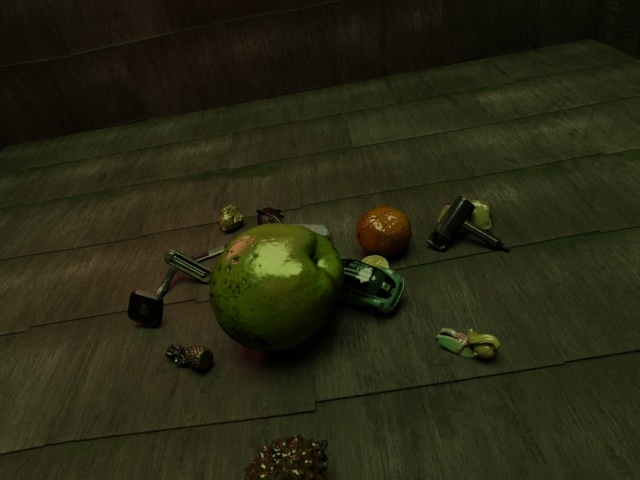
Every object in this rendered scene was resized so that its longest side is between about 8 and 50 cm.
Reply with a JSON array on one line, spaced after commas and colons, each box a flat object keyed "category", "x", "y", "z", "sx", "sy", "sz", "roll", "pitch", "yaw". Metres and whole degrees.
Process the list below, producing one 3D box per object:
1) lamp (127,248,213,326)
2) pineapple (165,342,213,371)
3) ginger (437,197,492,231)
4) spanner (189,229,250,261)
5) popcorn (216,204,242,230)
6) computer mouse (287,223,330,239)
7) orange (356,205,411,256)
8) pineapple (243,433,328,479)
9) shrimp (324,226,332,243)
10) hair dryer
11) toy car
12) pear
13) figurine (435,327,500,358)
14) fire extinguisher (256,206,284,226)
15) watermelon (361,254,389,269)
[{"category": "lamp", "x": -0.508, "y": 0.178, "z": 1.728, "sx": 0.203, "sy": 0.124, "sz": 0.283, "roll": 18, "pitch": 37, "yaw": 5}, {"category": "pineapple", "x": -0.393, "y": 0.339, "z": 1.482, "sx": 0.160, "sy": 0.074, "sz": 0.074, "roll": 2, "pitch": 36, "yaw": 32}, {"category": "ginger", "x": 0.532, "y": -0.100, "z": 1.827, "sx": 0.193, "sy": 0.115, "sz": 0.123, "roll": 0, "pitch": 14, "yaw": 28}, {"category": "spanner", "x": -0.375, "y": 0.034, "z": 1.945, "sx": 0.316, "sy": 0.024, "sz": 0.087, "roll": -21, "pitch": 41, "yaw": -15}, {"category": "popcorn", "x": -0.373, "y": -0.088, "z": 2.067, "sx": 0.097, "sy": 0.089, "sz": 0.109, "roll": 20, "pitch": 42, "yaw": -16}, {"category": "computer mouse", "x": -0.065, "y": -0.024, "z": 1.831, "sx": 0.199, "sy": 0.044, "sz": 0.102, "roll": 1, "pitch": 35, "yaw": -15}, {"category": "orange", "x": 0.220, "y": -0.028, "z": 1.744, "sx": 0.194, "sy": 0.161, "sz": 0.193, "roll": 1, "pitch": 43, "yaw": -1}, {"category": "pineapple", "x": -0.061, "y": 0.494, "z": 1.076, "sx": 0.193, "sy": 0.166, "sz": 0.166, "roll": -32, "pitch": 40, "yaw": -24}, {"category": "shrimp", "x": 0.000, "y": 0.000, "z": 1.868, "sx": 0.099, "sy": 0.041, "sz": 0.180, "roll": -15, "pitch": 35, "yaw": -4}, {"category": "hair dryer", "x": 0.518, "y": -0.011, "z": 1.706, "sx": 0.248, "sy": 0.078, "sz": 0.195, "roll": 33, "pitch": 89, "yaw": 22}, {"category": "toy car", "x": 0.105, "y": 0.122, "z": 1.556, "sx": 0.306, "sy": 0.125, "sz": 0.136, "roll": 16, "pitch": 68, "yaw": 32}, {"category": "pear", "x": -0.113, "y": 0.122, "z": 1.434, "sx": 0.391, "sy": 0.390, "sz": 0.391, "roll": -8, "pitch": 35, "yaw": 5}, {"category": "figurine", "x": 0.397, "y": 0.271, "z": 1.350, "sx": 0.187, "sy": 0.083, "sz": 0.083, "roll": 12, "pitch": 40, "yaw": 45}, {"category": "fire extinguisher", "x": -0.178, "y": -0.041, "z": 1.934, "sx": 0.142, "sy": 0.105, "sz": 0.341, "roll": 18, "pitch": 27, "yaw": -21}, {"category": "watermelon", "x": 0.178, "y": 0.102, "z": 1.651, "sx": 0.106, "sy": 0.062, "sz": 0.105, "roll": -10, "pitch": 52, "yaw": 13}]
